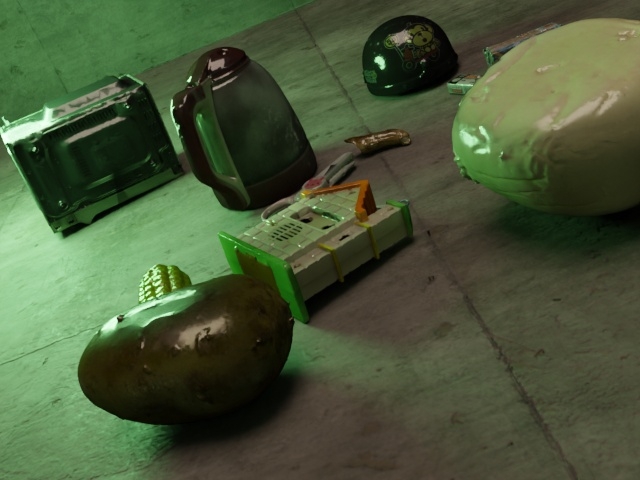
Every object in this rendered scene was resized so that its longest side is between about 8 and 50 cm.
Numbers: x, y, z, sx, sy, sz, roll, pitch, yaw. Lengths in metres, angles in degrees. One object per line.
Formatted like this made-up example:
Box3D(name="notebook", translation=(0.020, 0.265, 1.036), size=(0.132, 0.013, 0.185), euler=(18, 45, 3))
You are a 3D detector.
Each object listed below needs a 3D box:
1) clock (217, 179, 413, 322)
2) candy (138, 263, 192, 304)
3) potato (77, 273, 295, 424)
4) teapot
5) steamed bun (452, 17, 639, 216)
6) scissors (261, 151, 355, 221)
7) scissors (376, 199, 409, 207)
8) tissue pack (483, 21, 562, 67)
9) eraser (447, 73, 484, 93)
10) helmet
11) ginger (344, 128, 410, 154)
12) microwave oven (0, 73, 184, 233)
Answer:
Box3D(name="clock", translation=(0.000, 0.000, 1.260), size=(0.255, 0.106, 0.220), euler=(-30, 29, -24))
Box3D(name="candy", translation=(-0.246, 0.121, 1.239), size=(0.097, 0.096, 0.209), euler=(-24, 33, -3))
Box3D(name="potato", translation=(-0.182, 0.156, 1.033), size=(0.308, 0.173, 0.210), euler=(-17, 30, 15))
Box3D(name="teapot", translation=(-0.184, -0.227, 1.568), size=(0.233, 0.312, 0.315), euler=(-9, 30, 29))
Box3D(name="steamed bun", translation=(0.385, -0.157, 1.104), size=(0.334, 0.233, 0.312), euler=(-37, 31, -7))
Box3D(name="scissors", translation=(-0.012, -0.101, 1.515), size=(0.118, 0.030, 0.242), euler=(9, 45, 46))
Box3D(name="scissors", translation=(0.120, -0.061, 1.371), size=(0.083, 0.006, 0.036), euler=(-2, 36, 35))
Box3D(name="tissue pack", translation=(0.428, -0.366, 1.564), size=(0.155, 0.115, 0.065), euler=(-22, 25, 3))
Box3D(name="eraser", translation=(0.341, -0.346, 1.687), size=(0.052, 0.029, 0.122), euler=(-36, 30, -23))
Box3D(name="helmet", translation=(0.202, -0.471, 1.879), size=(0.231, 0.160, 0.279), euler=(-28, 29, -7))
Box3D(name="ginger", translation=(0.119, -0.208, 1.598), size=(0.137, 0.044, 0.057), euler=(-12, -1, 8))
Box3D(name="microwave oven", translation=(-0.561, -0.219, 1.877), size=(0.355, 0.286, 0.218), euler=(-27, 29, -16))
